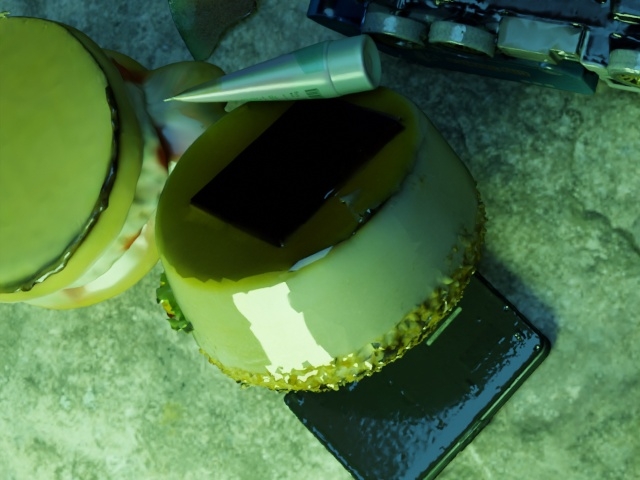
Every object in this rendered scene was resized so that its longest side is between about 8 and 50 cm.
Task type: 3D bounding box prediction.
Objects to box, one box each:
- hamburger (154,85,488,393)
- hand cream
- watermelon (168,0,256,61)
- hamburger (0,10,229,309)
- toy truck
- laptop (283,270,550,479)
[{"bbox_3d":[0.000,0.000,1.507,0.294,0.179,0.276,21,60,45],"label":"hamburger"},{"bbox_3d":[-0.038,-0.134,1.496,0.174,0.076,0.047,-9,94,22],"label":"hand cream"},{"bbox_3d":[-0.118,-0.262,1.673,0.080,0.155,0.101,-22,51,8],"label":"watermelon"},{"bbox_3d":[-0.229,-0.076,1.639,0.302,0.186,0.261,-37,67,23],"label":"hamburger"},{"bbox_3d":[0.171,-0.207,1.503,0.367,0.175,0.146,14,87,25],"label":"toy truck"},{"bbox_3d":[0.081,0.117,1.560,0.207,0.026,0.154,-48,66,7],"label":"laptop"}]
